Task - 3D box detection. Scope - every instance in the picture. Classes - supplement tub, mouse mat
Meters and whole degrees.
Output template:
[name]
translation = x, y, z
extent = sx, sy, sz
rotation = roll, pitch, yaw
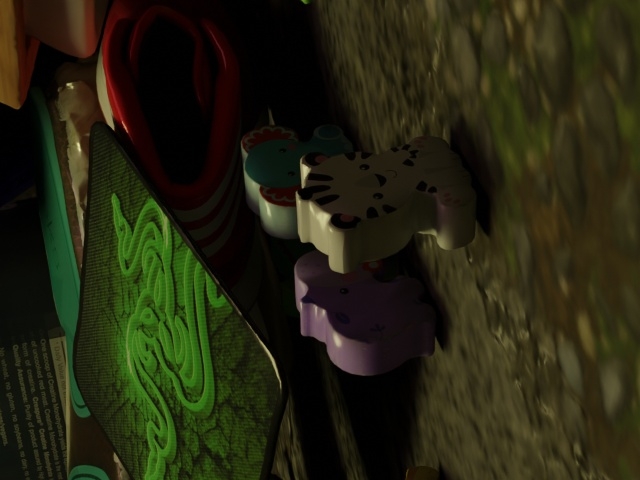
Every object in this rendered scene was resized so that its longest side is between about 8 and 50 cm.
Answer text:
[supplement tub]
translation = -0.179, 0.069, 0.946
extent = 0.191, 0.272, 0.191
rotation = 169, 90, -79
[mouse mat]
translation = -0.066, 0.060, 0.635
extent = 0.152, 0.007, 0.189
rotation = 52, 146, 30

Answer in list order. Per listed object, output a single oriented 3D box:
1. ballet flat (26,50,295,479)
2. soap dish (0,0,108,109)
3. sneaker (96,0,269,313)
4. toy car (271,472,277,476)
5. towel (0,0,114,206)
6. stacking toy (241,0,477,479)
[ballet flat]
translation = -0.074, 0.100, 0.796
extent = 0.147, 0.147, 0.408
rotation = 177, 89, -79
[soap dish]
translation = -0.141, -0.239, 0.661
extent = 0.229, 0.118, 0.291
rotation = 96, 176, -46
[sneaker]
translation = -0.059, -0.080, 0.679
extent = 0.128, 0.087, 0.221
rotation = 97, 163, -49
[toy car]
translation = -0.043, 0.184, 0.953
extent = 0.040, 0.060, 0.122
rotation = 40, 161, 19
[towel]
translation = -0.173, -0.120, 0.841
extent = 0.308, 0.076, 0.227
rotation = -47, -33, -46
[stacking toy]
translation = 0.000, 0.000, 0.553
extent = 0.221, 0.052, 0.167
rotation = -114, 17, -50
